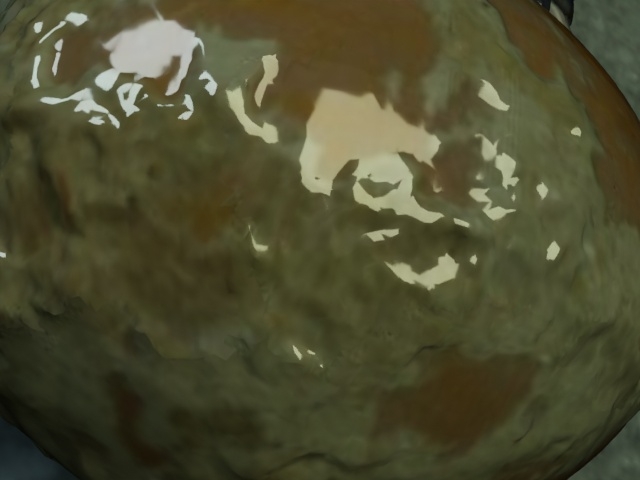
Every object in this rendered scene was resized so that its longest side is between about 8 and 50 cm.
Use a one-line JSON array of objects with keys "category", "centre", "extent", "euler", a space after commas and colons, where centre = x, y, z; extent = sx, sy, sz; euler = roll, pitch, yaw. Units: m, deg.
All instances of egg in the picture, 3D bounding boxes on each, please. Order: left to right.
[{"category": "egg", "centre": [0.000, 0.000, 0.524], "extent": [0.233, 0.195, 0.195], "euler": [7, 64, -31]}]

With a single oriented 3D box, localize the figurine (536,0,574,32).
[{"category": "figurine", "centre": [0.074, -0.050, 0.682], "extent": [0.077, 0.079, 0.136], "euler": [8, 77, -75]}]
